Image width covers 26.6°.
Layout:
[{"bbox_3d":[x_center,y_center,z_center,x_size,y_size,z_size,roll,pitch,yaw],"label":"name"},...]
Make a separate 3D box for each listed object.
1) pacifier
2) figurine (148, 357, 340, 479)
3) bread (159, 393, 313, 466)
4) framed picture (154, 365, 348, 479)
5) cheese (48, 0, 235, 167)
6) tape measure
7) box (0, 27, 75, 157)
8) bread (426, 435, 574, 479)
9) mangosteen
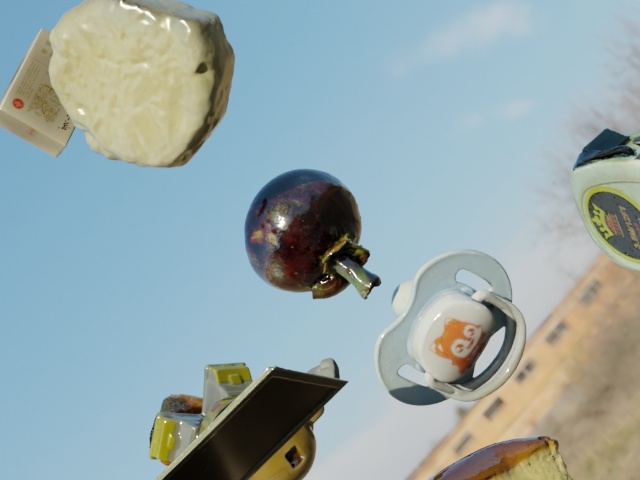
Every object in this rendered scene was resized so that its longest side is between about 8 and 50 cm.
[{"bbox_3d":[0.208,0.142,2.399,0.244,0.233,0.299,27,-82,-33],"label":"pacifier"},{"bbox_3d":[-0.114,0.307,2.111,0.167,0.285,0.343,34,-99,-35],"label":"figurine"},{"bbox_3d":[-0.149,0.343,2.343,0.077,0.270,0.139,178,101,-81],"label":"bread"},{"bbox_3d":[-0.096,0.237,1.590,0.252,0.014,0.197,-45,-25,12],"label":"framed picture"},{"bbox_3d":[-0.290,-0.273,2.214,0.326,0.318,0.115,-35,3,31],"label":"cheese"},{"bbox_3d":[0.438,-0.073,1.864,0.115,0.235,0.207,-38,28,-19],"label":"tape measure"},{"bbox_3d":[-0.491,-0.269,2.458,0.058,0.141,0.201,-36,31,52],"label":"box"},{"bbox_3d":[0.086,0.355,1.435,0.333,0.143,0.323,-14,-22,-46],"label":"bread"},{"bbox_3d":[0.000,0.000,2.456,0.231,0.289,0.231,-38,-38,-38],"label":"mangosteen"}]
